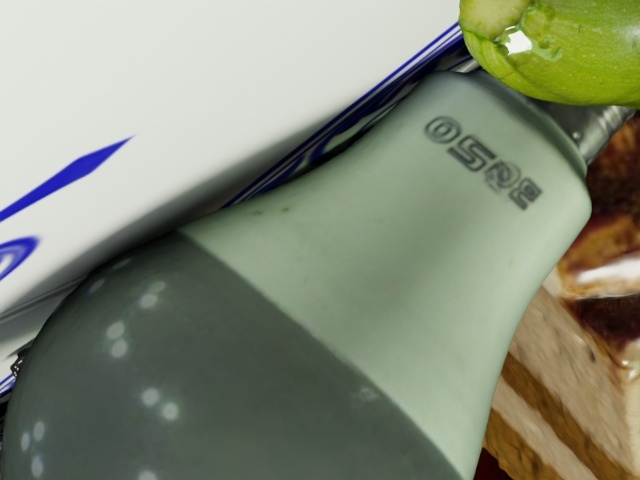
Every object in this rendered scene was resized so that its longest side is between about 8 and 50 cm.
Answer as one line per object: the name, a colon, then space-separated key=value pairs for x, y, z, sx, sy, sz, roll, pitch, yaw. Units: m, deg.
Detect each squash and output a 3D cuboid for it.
squash: x=0.097 y=-0.078 z=0.691 sx=0.066 sy=0.066 sz=0.201 roll=-34 pitch=168 yaw=25

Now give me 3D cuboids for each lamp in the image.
lamp: x=-0.004 y=0.025 z=0.779 sx=0.182 sy=0.182 sz=0.313 roll=95 pitch=20 yaw=-84

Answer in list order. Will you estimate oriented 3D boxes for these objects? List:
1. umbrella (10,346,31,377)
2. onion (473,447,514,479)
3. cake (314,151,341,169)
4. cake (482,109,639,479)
umbrella: x=-0.094 y=0.052 z=0.931 sx=0.037 sy=0.040 sz=0.144 roll=-47 pitch=170 yaw=24
onion: x=0.227 y=0.167 z=1.204 sx=0.341 sy=0.341 sz=0.341 roll=-32 pitch=175 yaw=-3
cake: x=-0.016 y=-0.010 z=0.886 sx=0.140 sy=0.055 sz=0.051 roll=-50 pitch=171 yaw=8
cake: x=0.163 y=0.002 z=0.966 sx=0.199 sy=0.196 sz=0.293 roll=-32 pitch=143 yaw=-14
